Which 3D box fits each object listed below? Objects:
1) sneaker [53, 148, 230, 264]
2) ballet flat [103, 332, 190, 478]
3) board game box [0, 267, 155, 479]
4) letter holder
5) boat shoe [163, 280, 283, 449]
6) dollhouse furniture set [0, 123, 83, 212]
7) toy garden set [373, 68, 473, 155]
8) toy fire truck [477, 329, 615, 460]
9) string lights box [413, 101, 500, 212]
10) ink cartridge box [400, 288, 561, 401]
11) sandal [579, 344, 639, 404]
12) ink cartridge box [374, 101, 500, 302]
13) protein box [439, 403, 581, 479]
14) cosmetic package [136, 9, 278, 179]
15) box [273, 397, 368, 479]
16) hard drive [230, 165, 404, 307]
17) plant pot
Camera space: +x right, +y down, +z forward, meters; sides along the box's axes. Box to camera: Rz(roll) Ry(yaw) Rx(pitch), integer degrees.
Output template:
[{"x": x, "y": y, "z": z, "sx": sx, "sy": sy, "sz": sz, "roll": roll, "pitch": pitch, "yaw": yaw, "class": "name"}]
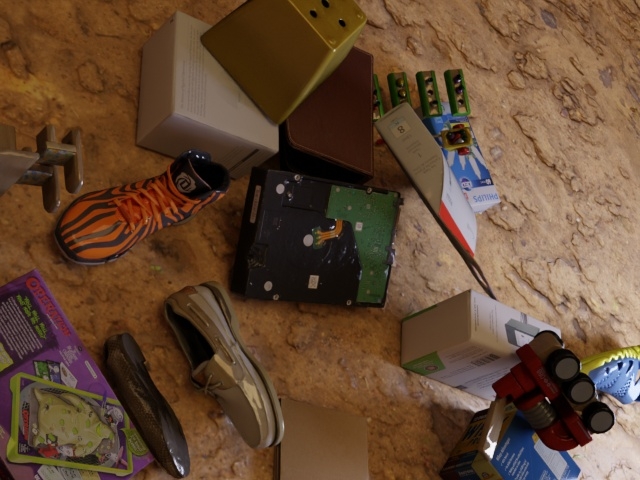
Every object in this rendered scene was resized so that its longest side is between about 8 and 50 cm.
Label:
[{"x": -0.280, "y": -0.073, "z": 1.614, "sx": 0.321, "sy": 0.180, "sz": 0.124, "roll": -33, "pitch": 92, "yaw": -46, "class": "sneaker"}, {"x": -0.277, "y": 0.264, "z": 1.541, "sx": 0.249, "sy": 0.058, "sz": 0.084, "roll": 64, "pitch": 9, "yaw": -3, "class": "ballet flat"}, {"x": -0.413, "y": 0.234, "z": 1.437, "sx": 0.208, "sy": 0.056, "sz": 0.346, "roll": -32, "pitch": 92, "yaw": -41, "class": "board game box"}, {"x": -0.021, "y": -0.256, "z": 1.961, "sx": 0.214, "sy": 0.152, "sz": 0.301, "roll": 20, "pitch": 57, "yaw": -31, "class": "letter holder"}, {"x": -0.168, "y": 0.215, "z": 1.625, "sx": 0.103, "sy": 0.113, "sz": 0.302, "roll": -14, "pitch": 68, "yaw": -43, "class": "boat shoe"}, {"x": -0.480, "y": -0.055, "z": 1.384, "sx": 0.212, "sy": 0.242, "sz": 0.160, "roll": 7, "pitch": 65, "yaw": -39, "class": "dollhouse furniture set"}, {"x": 0.222, "y": -0.285, "z": 2.179, "sx": 0.244, "sy": 0.049, "sz": 0.203, "roll": -6, "pitch": 76, "yaw": -12, "class": "toy garden set"}, {"x": 0.407, "y": 0.329, "z": 1.864, "sx": 0.217, "sy": 0.246, "sz": 0.158, "roll": 54, "pitch": 5, "yaw": -20, "class": "toy fire truck"}, {"x": 0.303, "y": -0.187, "z": 2.260, "sx": 0.133, "sy": 0.077, "sz": 0.259, "roll": -10, "pitch": 75, "yaw": -41, "class": "string lights box"}, {"x": 0.328, "y": 0.219, "z": 1.989, "sx": 0.273, "sy": 0.198, "sz": 0.114, "roll": 24, "pitch": 54, "yaw": -32, "class": "ink cartridge box"}, {"x": 0.717, "y": 0.326, "z": 2.337, "sx": 0.317, "sy": 0.126, "sz": 0.138, "roll": -1, "pitch": 73, "yaw": -40, "class": "sandal"}, {"x": 0.274, "y": -0.061, "z": 1.977, "sx": 0.385, "sy": 0.091, "sz": 0.308, "roll": 57, "pitch": 5, "yaw": 29, "class": "ink cartridge box"}, {"x": 0.381, "y": 0.461, "z": 1.955, "sx": 0.201, "sy": 0.136, "sz": 0.200, "roll": 52, "pitch": 45, "yaw": -8, "class": "protein box"}, {"x": -0.207, "y": -0.263, "z": 1.807, "sx": 0.225, "sy": 0.138, "sz": 0.224, "roll": 19, "pitch": 57, "yaw": -35, "class": "cosmetic package"}, {"x": 0.004, "y": 0.378, "z": 1.748, "sx": 0.201, "sy": 0.021, "sz": 0.164, "roll": 19, "pitch": 57, "yaw": -33, "class": "box"}, {"x": 0.000, "y": 0.000, "z": 1.837, "sx": 0.339, "sy": 0.064, "sz": 0.236, "roll": 6, "pitch": 96, "yaw": -38, "class": "hard drive"}, {"x": -0.046, "y": -0.377, "z": 1.772, "sx": 0.212, "sy": 0.187, "sz": 0.212, "roll": 48, "pitch": 47, "yaw": -8, "class": "plant pot"}]
